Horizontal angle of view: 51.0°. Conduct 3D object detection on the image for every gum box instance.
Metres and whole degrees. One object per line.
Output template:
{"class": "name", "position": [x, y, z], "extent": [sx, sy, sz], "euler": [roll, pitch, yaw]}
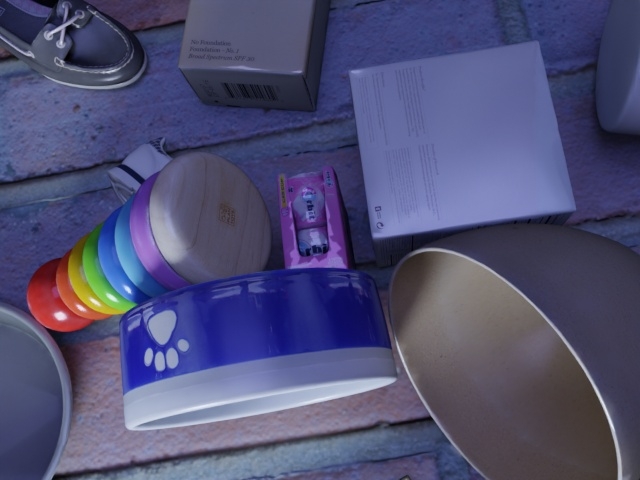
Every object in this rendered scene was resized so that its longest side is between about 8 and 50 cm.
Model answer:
{"class": "gum box", "position": [0.000, 0.000, 0.728], "extent": [0.062, 0.188, 0.107], "euler": [-9, 76, 5]}

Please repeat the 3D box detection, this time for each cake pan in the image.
{"class": "cake pan", "position": [-0.426, 0.212, 0.780], "extent": [0.294, 0.054, 0.292], "euler": [-1, 69, 2]}

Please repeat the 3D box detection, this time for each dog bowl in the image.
{"class": "dog bowl", "position": [-0.062, 0.114, 0.669], "extent": [0.265, 0.265, 0.104], "euler": [-12, 74, 4]}

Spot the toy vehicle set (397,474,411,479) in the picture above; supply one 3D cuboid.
{"class": "toy vehicle set", "position": [0.019, 0.390, 0.711], "extent": [0.267, 0.035, 0.165], "euler": [-28, 75, 0]}

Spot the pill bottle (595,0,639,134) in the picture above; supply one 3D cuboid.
{"class": "pill bottle", "position": [0.514, -0.189, 0.695], "extent": [0.393, 0.224, 0.223], "euler": [7, 77, 9]}

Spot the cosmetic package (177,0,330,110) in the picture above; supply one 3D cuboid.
{"class": "cosmetic package", "position": [-0.069, -0.331, 0.857], "extent": [0.160, 0.113, 0.309], "euler": [4, 78, 8]}

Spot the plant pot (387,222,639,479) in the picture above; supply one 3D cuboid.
{"class": "plant pot", "position": [0.228, 0.096, 0.657], "extent": [0.191, 0.284, 0.284], "euler": [-27, 74, -24]}

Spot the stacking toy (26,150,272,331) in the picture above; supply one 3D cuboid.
{"class": "stacking toy", "position": [-0.211, 0.023, 0.729], "extent": [0.331, 0.141, 0.141], "euler": [-20, 72, 37]}

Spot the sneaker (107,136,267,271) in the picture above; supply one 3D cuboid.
{"class": "sneaker", "position": [-0.146, -0.036, 0.812], "extent": [0.235, 0.090, 0.095], "euler": [40, 60, 7]}

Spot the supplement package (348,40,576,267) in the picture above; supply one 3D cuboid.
{"class": "supplement package", "position": [0.147, -0.088, 0.751], "extent": [0.203, 0.149, 0.194], "euler": [-8, 75, 5]}

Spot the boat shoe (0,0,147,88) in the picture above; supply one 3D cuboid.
{"class": "boat shoe", "position": [-0.392, -0.300, 0.895], "extent": [0.335, 0.095, 0.112], "euler": [26, 81, 12]}
